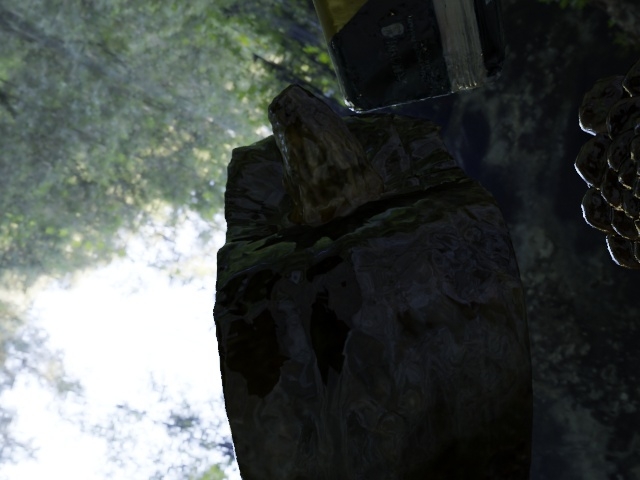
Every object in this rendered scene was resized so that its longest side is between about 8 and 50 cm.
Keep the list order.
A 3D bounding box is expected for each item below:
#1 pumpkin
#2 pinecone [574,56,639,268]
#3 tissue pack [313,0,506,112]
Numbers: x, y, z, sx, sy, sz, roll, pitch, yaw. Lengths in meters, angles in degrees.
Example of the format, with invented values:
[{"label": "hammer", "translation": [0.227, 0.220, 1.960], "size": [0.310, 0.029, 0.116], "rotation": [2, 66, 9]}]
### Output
[{"label": "pumpkin", "translation": [0.018, 0.025, 0.470], "size": [0.317, 0.139, 0.222], "rotation": [-92, 177, -67]}, {"label": "pinecone", "translation": [0.384, -0.081, 0.822], "size": [0.244, 0.309, 0.244], "rotation": [1, -88, 39]}, {"label": "tissue pack", "translation": [0.109, -0.432, 1.215], "size": [0.253, 0.417, 0.264], "rotation": [-9, -150, 17]}]
